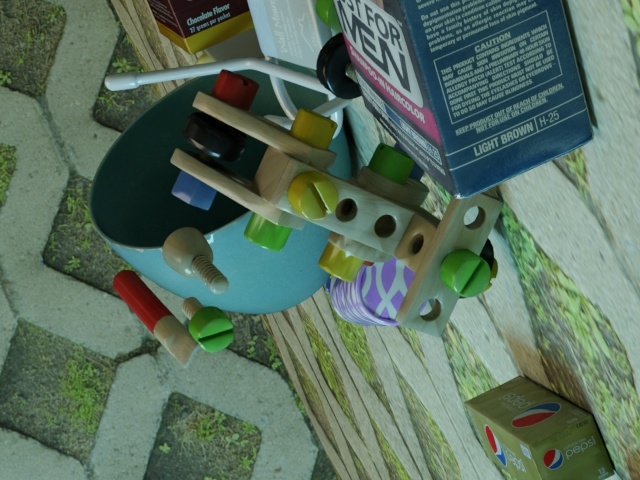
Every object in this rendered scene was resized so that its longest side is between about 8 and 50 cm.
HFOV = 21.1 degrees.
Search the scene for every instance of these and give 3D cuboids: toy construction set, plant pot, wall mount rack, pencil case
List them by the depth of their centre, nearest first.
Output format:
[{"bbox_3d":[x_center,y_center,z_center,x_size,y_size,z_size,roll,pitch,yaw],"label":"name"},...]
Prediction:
[{"bbox_3d":[0.000,0.000,1.407,0.257,0.309,0.237,52,175,-39],"label":"toy construction set"},{"bbox_3d":[-0.110,-0.241,1.674,0.304,0.130,0.350,22,134,48],"label":"wall mount rack"},{"bbox_3d":[0.064,0.049,1.851,0.206,0.086,0.088,171,111,-80],"label":"pencil case"},{"bbox_3d":[-0.079,-0.032,1.884,0.195,0.290,0.290,58,178,-36],"label":"plant pot"}]

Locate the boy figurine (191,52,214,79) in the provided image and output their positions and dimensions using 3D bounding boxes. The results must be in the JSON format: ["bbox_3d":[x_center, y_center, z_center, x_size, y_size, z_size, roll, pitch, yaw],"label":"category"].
[{"bbox_3d":[-0.093,-0.129,2.274,0.177,0.092,0.285,-132,20,-65],"label":"boy figurine"}]

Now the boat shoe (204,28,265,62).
[{"bbox_3d":[-0.164,-0.318,1.996,0.301,0.108,0.102,46,180,-21],"label":"boat shoe"}]

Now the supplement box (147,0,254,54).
[{"bbox_3d":[-0.135,-0.323,1.844,0.194,0.129,0.191,68,172,-18],"label":"supplement box"}]

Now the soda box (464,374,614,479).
[{"bbox_3d":[0.185,0.168,1.479,0.058,0.061,0.181,67,171,-11],"label":"soda box"}]

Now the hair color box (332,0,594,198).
[{"bbox_3d":[0.054,-0.217,1.059,0.174,0.105,0.347,-129,17,-58],"label":"hair color box"}]
